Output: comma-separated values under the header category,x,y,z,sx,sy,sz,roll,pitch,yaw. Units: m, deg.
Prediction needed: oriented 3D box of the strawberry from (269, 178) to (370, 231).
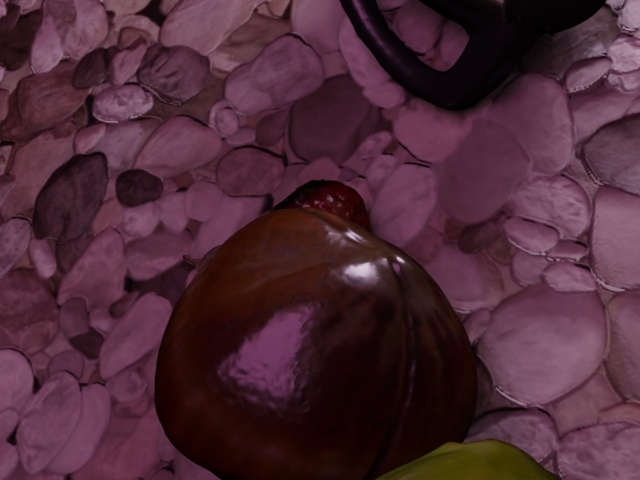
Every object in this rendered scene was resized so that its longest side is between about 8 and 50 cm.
category,x,y,z,sx,sy,sz,roll,pitch,yaw
strawberry,-0.001,0.000,0.916,0.106,0.106,0.106,-10,65,22

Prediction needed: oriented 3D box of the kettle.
category,x,y,z,sx,sy,sz,roll,pitch,yaw
kettle,0.125,-0.271,0.912,0.250,0.207,0.271,-38,65,-2

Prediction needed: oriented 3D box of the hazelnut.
category,x,y,z,sx,sy,sz,roll,pitch,yaw
hazelnut,0.005,0.090,0.795,0.229,0.229,0.230,-10,65,22

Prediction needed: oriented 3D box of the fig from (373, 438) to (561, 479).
category,x,y,z,sx,sy,sz,roll,pitch,yaw
fig,0.078,0.269,0.653,0.316,0.316,0.316,-10,65,22

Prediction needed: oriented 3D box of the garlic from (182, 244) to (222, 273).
category,x,y,z,sx,sy,sz,roll,pitch,yaw
garlic,-0.072,0.045,0.942,0.084,0.066,0.152,-32,61,12
